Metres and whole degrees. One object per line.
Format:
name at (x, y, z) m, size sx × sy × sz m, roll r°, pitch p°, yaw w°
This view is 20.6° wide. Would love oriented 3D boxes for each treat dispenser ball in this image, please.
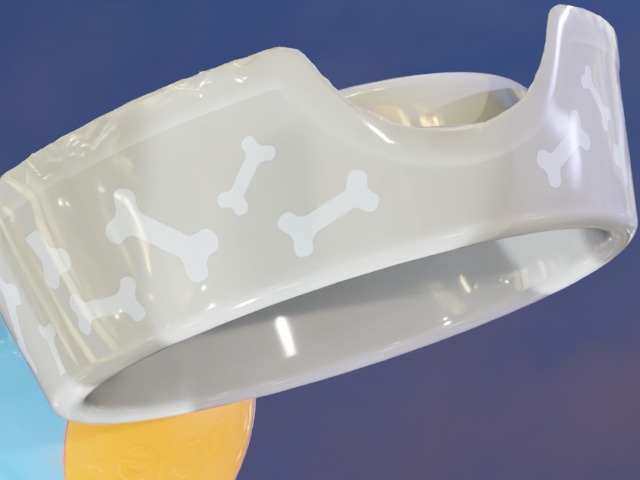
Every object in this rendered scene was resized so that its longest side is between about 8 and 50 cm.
treat dispenser ball at (-0.190, 0.109, 1.256) m, size 0.288 × 0.288 × 0.288 m, roll -30°, pitch -31°, yaw -20°

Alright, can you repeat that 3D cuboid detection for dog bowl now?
dog bowl at (0.000, 0.000, 0.895) m, size 0.348 × 0.102 × 0.349 m, roll -17°, pitch -12°, yaw -4°
